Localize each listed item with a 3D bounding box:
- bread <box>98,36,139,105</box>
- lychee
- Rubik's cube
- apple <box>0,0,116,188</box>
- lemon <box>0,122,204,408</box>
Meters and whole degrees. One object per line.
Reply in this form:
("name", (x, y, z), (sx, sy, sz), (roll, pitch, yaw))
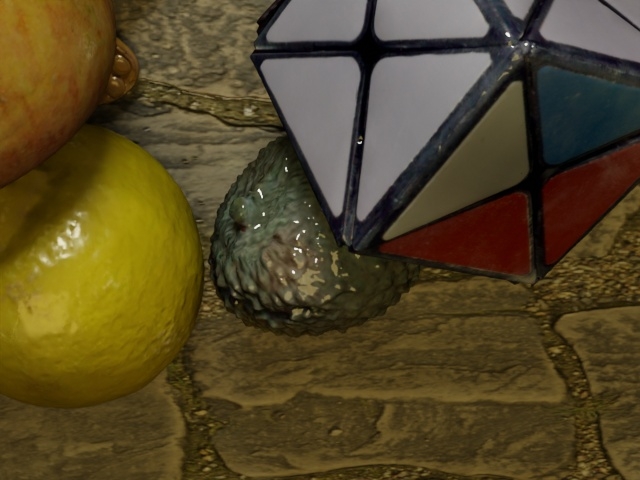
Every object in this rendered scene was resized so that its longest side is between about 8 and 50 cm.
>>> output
("bread", (-0.260, -0.198, 1.873), (0.110, 0.024, 0.110), (-1, 131, -1))
("lychee", (0.000, 0.000, 1.900), (0.255, 0.255, 0.274), (-33, 138, 25))
("Rubik's cube", (0.154, -0.168, 1.676), (0.305, 0.310, 0.307), (8, 135, -40))
("apple", (-0.407, -0.214, 1.622), (0.400, 0.400, 0.333), (-21, 120, 17))
("lemon", (-0.292, 0.031, 1.880), (0.348, 0.348, 0.348), (0, 131, 0))
